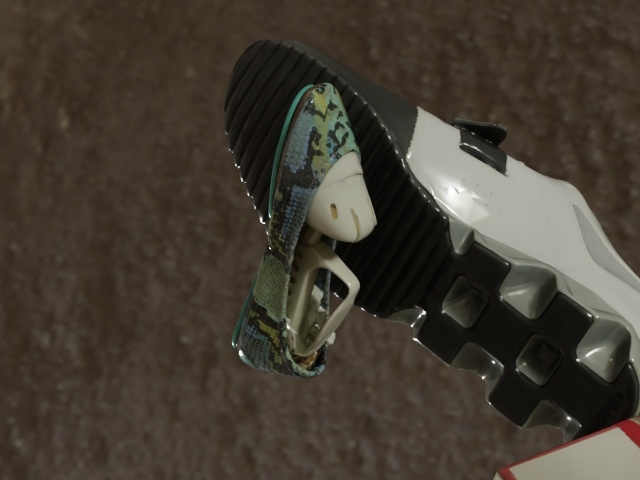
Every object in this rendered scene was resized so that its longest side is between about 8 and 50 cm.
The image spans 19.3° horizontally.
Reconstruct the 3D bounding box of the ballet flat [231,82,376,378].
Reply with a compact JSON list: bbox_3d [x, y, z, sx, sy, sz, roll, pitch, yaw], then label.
[{"bbox_3d":[0.000,0.000,1.095,0.070,0.070,0.188,-124,39,-48],"label":"ballet flat"}]

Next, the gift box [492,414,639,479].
[{"bbox_3d":[0.208,0.240,1.011,0.255,0.276,0.258,48,140,29],"label":"gift box"}]

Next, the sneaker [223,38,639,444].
[{"bbox_3d":[0.084,-0.011,1.182,0.330,0.146,0.122,43,125,9],"label":"sneaker"}]
